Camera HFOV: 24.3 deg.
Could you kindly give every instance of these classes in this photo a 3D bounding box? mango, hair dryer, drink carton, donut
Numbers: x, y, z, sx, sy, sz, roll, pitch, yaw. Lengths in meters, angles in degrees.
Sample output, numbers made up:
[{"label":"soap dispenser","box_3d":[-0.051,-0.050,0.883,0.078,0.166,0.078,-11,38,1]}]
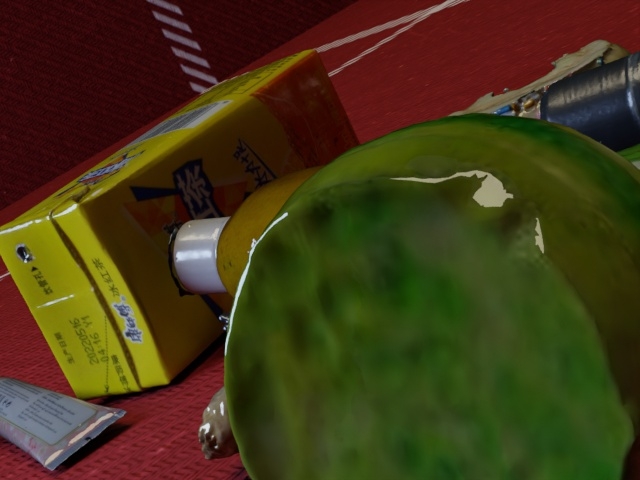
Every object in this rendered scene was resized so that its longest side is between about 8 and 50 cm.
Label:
[{"label":"mango","box_3d":[0.002,-0.002,0.907,0.111,0.089,0.163,-33,7,-41]},{"label":"hair dryer","box_3d":[0.245,-0.133,1.090,0.124,0.071,0.219,-16,26,34]},{"label":"drink carton","box_3d":[-0.095,-0.022,1.222,0.111,0.155,0.351,-17,16,35]},{"label":"donut","box_3d":[0.176,-0.097,1.164,0.166,0.065,0.108,-25,12,5]}]

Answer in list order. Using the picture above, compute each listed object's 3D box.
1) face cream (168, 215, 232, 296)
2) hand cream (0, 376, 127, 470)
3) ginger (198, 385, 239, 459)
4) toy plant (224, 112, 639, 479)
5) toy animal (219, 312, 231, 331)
[{"label":"face cream","box_3d":[0.009,0.004,1.051,0.243,0.058,0.092,-4,11,27]},{"label":"hand cream","box_3d":[-0.211,0.133,1.115,0.067,0.043,0.209,-35,19,-24]},{"label":"ginger","box_3d":[0.046,0.051,0.857,0.258,0.065,0.149,-33,-1,3]},{"label":"toy plant","box_3d":[0.117,0.028,0.615,0.224,0.184,0.316,-27,-6,40]},{"label":"toy animal","box_3d":[0.042,0.011,0.772,0.220,0.062,0.108,-23,7,10]}]
